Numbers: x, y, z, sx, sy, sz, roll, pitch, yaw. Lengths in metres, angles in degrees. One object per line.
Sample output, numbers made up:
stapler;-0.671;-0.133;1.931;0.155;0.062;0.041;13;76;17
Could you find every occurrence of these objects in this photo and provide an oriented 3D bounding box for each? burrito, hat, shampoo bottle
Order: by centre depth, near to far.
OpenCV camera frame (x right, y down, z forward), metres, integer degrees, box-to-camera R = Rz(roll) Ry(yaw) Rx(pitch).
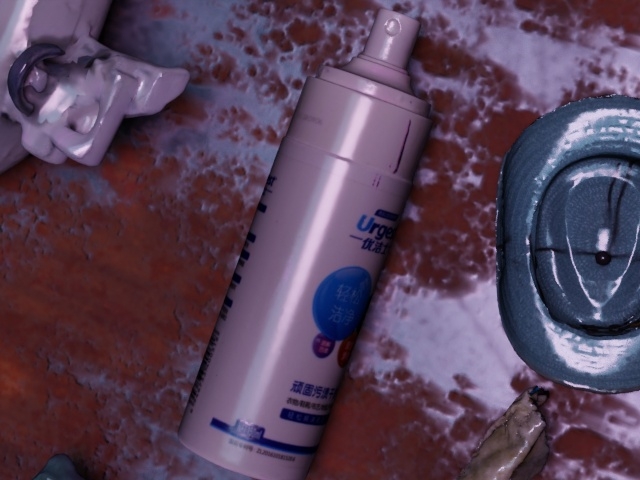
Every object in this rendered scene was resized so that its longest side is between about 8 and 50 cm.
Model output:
hat;0.174;0.001;0.942;0.138;0.078;0.190;4;89;14
burrito;0.095;0.167;0.974;0.042;0.051;0.171;39;99;6
shampoo bottle;0.000;0.000;0.985;0.092;0.092;0.303;22;93;15

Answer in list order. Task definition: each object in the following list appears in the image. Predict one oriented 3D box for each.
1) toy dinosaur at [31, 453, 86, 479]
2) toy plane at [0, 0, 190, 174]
toy dinosaur;-0.325;0.307;1.068;0.384;0.129;0.330;-2;77;29
toy plane;-0.191;-0.155;1.026;0.267;0.123;0.266;-8;74;30
